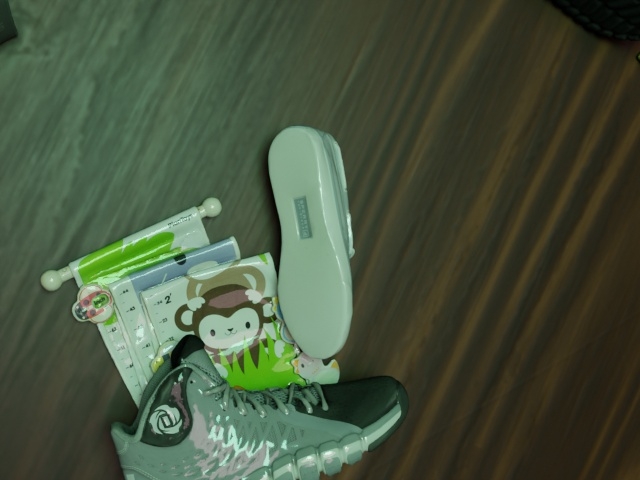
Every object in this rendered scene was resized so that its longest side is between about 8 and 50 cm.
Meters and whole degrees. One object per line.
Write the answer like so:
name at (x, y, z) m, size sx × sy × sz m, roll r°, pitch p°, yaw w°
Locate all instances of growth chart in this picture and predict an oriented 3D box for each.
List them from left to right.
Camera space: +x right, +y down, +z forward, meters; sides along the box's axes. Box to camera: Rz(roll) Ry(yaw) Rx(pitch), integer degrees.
growth chart at (-0.086, 0.086, 0.675) m, size 0.172 × 0.021 × 0.237 m, roll -32°, pitch 101°, yaw -15°

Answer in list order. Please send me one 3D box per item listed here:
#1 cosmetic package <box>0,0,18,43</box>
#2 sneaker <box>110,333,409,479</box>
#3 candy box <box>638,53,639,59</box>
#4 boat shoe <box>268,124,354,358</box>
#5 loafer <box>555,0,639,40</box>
cosmetic package at (-0.324, -0.127, 0.538) m, size 0.238 × 0.127 × 0.107 m, roll -32°, pitch 99°, yaw -11°
sneaker at (-0.049, 0.121, 0.634) m, size 0.229 × 0.086 × 0.132 m, roll -23°, pitch 97°, yaw -16°
candy box at (0.400, -0.131, 0.812) m, size 0.105 × 0.027 × 0.206 m, roll -44°, pitch 104°, yaw -14°
boat shoe at (0.000, 0.000, 0.678) m, size 0.063 × 0.066 × 0.184 m, roll -11°, pitch 88°, yaw -56°
loafer at (0.178, -0.316, 0.693) m, size 0.366 × 0.134 × 0.130 m, roll 34°, pitch 78°, yaw -25°
